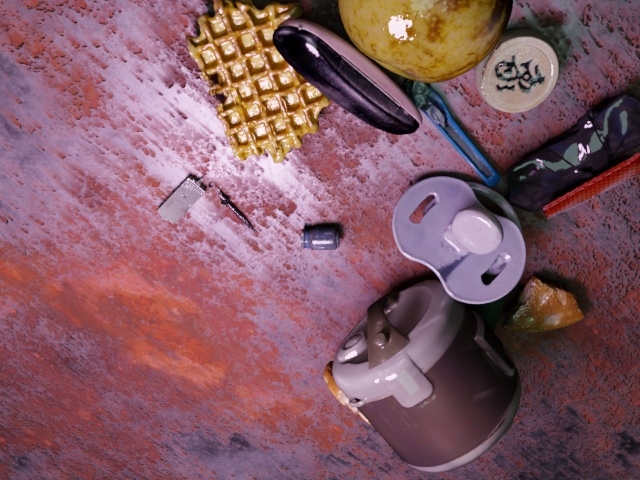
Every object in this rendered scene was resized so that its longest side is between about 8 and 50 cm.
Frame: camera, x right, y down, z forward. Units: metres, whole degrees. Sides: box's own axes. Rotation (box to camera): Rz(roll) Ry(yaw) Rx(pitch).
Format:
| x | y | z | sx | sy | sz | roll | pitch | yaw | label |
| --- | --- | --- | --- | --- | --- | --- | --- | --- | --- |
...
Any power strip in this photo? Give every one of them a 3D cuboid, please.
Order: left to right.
| x | y | z | sx | sy | sz | roll | pitch | yaw | label |
| --- | --- | --- | --- | --- | --- | --- | --- | --- | --- |
| -0.287 | -0.088 | 1.220 | 0.051 | 0.019 | 0.136 | 40 | 116 | -19 | power strip |

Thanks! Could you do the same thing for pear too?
| x | y | z | sx | sy | sz | roll | pitch | yaw | label |
| --- | --- | --- | --- | --- | --- | --- | --- | --- | --- |
| 0.161 | -0.380 | 0.868 | 0.283 | 0.284 | 0.284 | 1 | 123 | 2 | pear |

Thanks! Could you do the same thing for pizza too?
| x | y | z | sx | sy | sz | roll | pitch | yaw | label |
| --- | --- | --- | --- | --- | --- | --- | --- | --- | --- |
| 0.487 | 0.141 | 1.297 | 0.182 | 0.062 | 0.161 | -17 | 125 | 7 | pizza |

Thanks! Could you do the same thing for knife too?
| x | y | z | sx | sy | sz | roll | pitch | yaw | label |
| --- | --- | --- | --- | --- | --- | --- | --- | --- | --- |
| 0.255 | -0.209 | 1.109 | 0.044 | 0.026 | 0.296 | -43 | 111 | 13 | knife |

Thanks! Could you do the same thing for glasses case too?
| x | y | z | sx | sy | sz | roll | pitch | yaw | label |
| --- | --- | --- | --- | --- | --- | --- | --- | --- | --- |
| 0.052 | -0.270 | 0.991 | 0.314 | 0.122 | 0.075 | 29 | 87 | -35 | glasses case |

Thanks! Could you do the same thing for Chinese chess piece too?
| x | y | z | sx | sy | sz | roll | pitch | yaw | label |
| --- | --- | --- | --- | --- | --- | --- | --- | --- | --- |
| 0.347 | -0.298 | 1.027 | 0.144 | 0.058 | 0.144 | 2 | 123 | 3 | Chinese chess piece |

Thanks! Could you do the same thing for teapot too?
| x | y | z | sx | sy | sz | roll | pitch | yaw | label |
| --- | --- | --- | --- | --- | --- | --- | --- | --- | --- |
| 0.000 | -0.004 | 1.248 | 0.083 | 0.063 | 0.049 | 0 | 91 | 6 | teapot |

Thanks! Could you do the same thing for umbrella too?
| x | y | z | sx | sy | sz | roll | pitch | yaw | label |
| --- | --- | --- | --- | --- | --- | --- | --- | --- | --- |
| -0.183 | -0.066 | 1.229 | 0.149 | 0.022 | 0.022 | 45 | 156 | -23 | umbrella |

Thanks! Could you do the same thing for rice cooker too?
| x | y | z | sx | sy | sz | roll | pitch | yaw | label |
| --- | --- | --- | --- | --- | --- | --- | --- | --- | --- |
| 0.213 | 0.261 | 1.211 | 0.335 | 0.335 | 0.325 | -36 | 101 | 23 | rice cooker |

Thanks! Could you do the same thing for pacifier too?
| x | y | z | sx | sy | sz | roll | pitch | yaw | label |
| --- | --- | --- | --- | --- | --- | --- | --- | --- | --- |
| 0.280 | -0.022 | 1.096 | 0.279 | 0.207 | 0.227 | 41 | 83 | 7 | pacifier |

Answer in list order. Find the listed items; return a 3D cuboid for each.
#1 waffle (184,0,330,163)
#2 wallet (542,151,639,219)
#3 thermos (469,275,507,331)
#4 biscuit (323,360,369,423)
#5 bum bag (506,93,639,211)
| x | y | z | sx | sy | sz | roll | pitch | yaw | label |
| --- | --- | --- | --- | --- | --- | --- | --- | --- | --- |
| -0.117 | -0.292 | 1.056 | 0.283 | 0.065 | 0.309 | 23 | 117 | -13 | waffle |
| 0.527 | -0.100 | 1.130 | 0.196 | 0.020 | 0.103 | -30 | 156 | 17 | wallet |
| 0.377 | 0.153 | 1.306 | 0.083 | 0.073 | 0.188 | 8 | 123 | 0 | thermos |
| 0.109 | 0.376 | 1.390 | 0.309 | 0.204 | 0.040 | 37 | 95 | -30 | biscuit |
| 0.486 | -0.161 | 1.101 | 0.310 | 0.074 | 0.137 | -37 | 124 | 24 | bum bag |
